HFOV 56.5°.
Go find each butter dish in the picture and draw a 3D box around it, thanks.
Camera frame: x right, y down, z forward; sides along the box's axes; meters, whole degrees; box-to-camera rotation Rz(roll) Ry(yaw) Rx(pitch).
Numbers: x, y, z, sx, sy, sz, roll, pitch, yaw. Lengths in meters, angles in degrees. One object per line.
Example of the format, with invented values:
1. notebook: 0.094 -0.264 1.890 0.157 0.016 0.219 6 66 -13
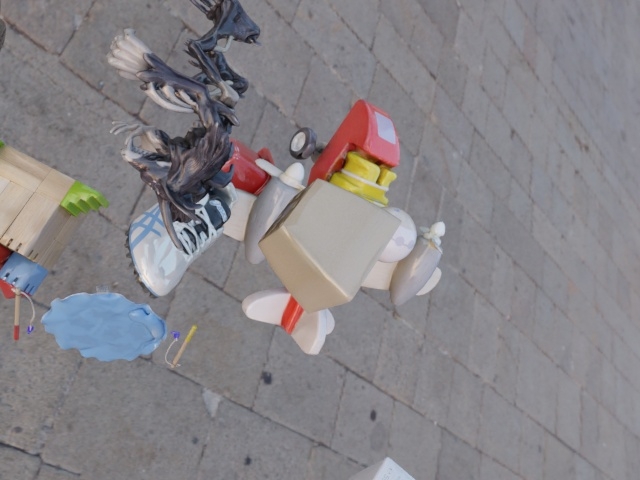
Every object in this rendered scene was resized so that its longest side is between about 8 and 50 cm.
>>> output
1. butter dish: -0.162 -0.106 0.948 0.118 0.160 0.160 45 10 -27

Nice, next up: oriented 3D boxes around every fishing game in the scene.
1. fishing game: -0.328 0.126 0.912 0.263 0.189 0.041 13 47 -17

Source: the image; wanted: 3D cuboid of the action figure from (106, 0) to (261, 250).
1. action figure: -0.143 -0.126 0.595 0.140 0.164 0.276 19 51 -13

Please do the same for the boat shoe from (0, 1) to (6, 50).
1. boat shoe: -0.506 -0.286 0.823 0.098 0.302 0.109 22 76 -24

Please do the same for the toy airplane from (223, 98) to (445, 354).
1. toy airplane: 0.036 0.004 0.979 0.386 0.272 0.385 -34 115 -30

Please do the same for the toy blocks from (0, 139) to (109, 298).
1. toy blocks: -0.578 -0.036 0.988 0.381 0.191 0.261 26 74 8

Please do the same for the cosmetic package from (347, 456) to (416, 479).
1. cosmetic package: 0.089 0.436 0.723 0.224 0.138 0.224 39 53 4

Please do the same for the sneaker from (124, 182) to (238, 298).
1. sneaker: -0.158 -0.016 0.707 0.085 0.086 0.237 63 18 -22

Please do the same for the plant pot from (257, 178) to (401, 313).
1. plant pot: 0.000 0.000 0.627 0.096 0.109 0.109 41 64 -11
